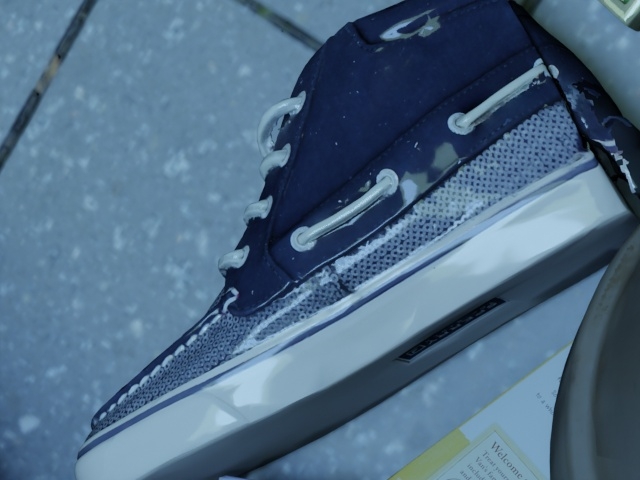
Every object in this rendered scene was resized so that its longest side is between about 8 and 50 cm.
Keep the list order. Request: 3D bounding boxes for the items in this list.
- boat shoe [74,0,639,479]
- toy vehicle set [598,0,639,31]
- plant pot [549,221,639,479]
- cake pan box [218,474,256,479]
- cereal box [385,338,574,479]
[{"bbox_3d":[0.000,0.000,0.934,0.340,0.127,0.158,-30,73,9],"label":"boat shoe"},{"bbox_3d":[0.186,-0.258,0.905,0.166,0.035,0.267,44,103,15],"label":"toy vehicle set"},{"bbox_3d":[0.259,0.052,0.688,0.323,0.280,0.323,0,66,1],"label":"plant pot"},{"bbox_3d":[0.043,0.266,0.908,0.246,0.070,0.267,8,79,22],"label":"cake pan box"},{"bbox_3d":[0.169,0.117,0.849,0.240,0.047,0.173,-34,77,-13],"label":"cereal box"}]
